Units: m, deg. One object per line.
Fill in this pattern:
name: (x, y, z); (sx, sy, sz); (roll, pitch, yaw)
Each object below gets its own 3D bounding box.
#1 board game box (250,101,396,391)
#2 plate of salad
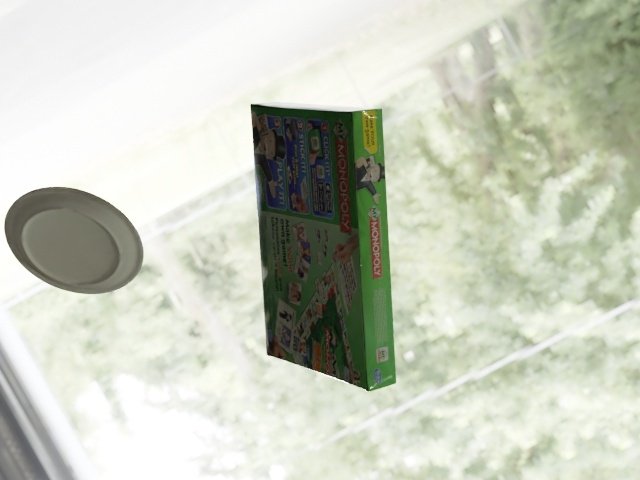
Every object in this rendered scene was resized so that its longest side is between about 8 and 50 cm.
board game box: (0.000, 0.000, 1.485); (0.046, 0.317, 0.213); (-11, -166, -35)
plate of salad: (-0.342, -0.003, 1.768); (0.200, 0.200, 0.048); (-28, -150, 30)
